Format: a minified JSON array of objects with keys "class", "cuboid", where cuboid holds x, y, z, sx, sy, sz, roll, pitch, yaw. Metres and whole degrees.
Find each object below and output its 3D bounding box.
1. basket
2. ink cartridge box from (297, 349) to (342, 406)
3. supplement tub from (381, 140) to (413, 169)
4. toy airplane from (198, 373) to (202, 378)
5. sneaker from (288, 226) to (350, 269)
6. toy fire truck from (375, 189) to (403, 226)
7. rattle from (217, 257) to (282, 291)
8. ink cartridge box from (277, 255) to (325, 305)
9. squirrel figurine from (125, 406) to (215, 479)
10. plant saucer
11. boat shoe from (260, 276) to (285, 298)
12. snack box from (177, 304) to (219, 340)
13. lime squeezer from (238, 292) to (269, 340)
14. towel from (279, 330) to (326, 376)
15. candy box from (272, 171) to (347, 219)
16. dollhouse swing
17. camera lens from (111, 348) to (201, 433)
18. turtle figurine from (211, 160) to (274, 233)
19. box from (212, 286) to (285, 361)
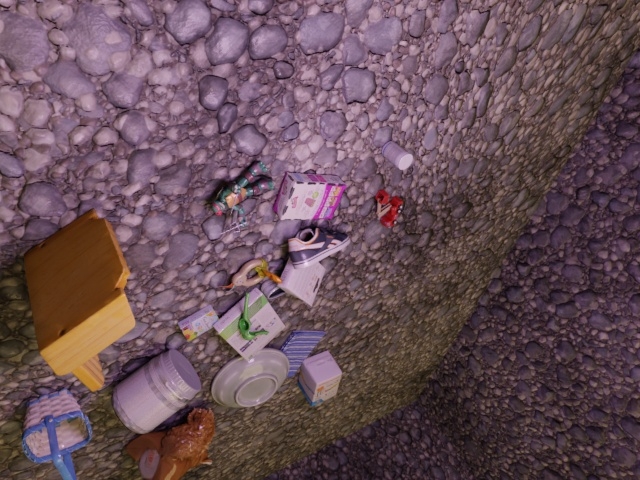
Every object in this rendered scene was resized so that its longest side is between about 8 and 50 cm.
[{"class":"basket","cuboid":[-0.897,0.687,1.511,0.201,0.289,0.254,-19,135,-33]},{"class":"ink cartridge box","cuboid":[-0.006,0.768,2.457,0.171,0.168,0.232,-16,136,-28]},{"class":"supplement tub","cuboid":[0.287,-0.321,1.657,0.071,0.107,0.071,-23,140,-21]},{"class":"toy airplane","cuboid":[-0.590,0.629,1.933,0.151,0.028,0.151,-22,138,-22]},{"class":"sneaker","cuboid":[0.000,0.000,1.717,0.126,0.127,0.321,-13,-171,40]},{"class":"toy fire truck","cuboid":[0.284,-0.134,1.895,0.135,0.047,0.192,-13,136,-30]},{"class":"rattle","cuboid":[-0.265,0.168,1.661,0.200,0.142,0.130,-30,161,-23]},{"class":"ink cartridge box","cuboid":[-0.072,0.147,1.803,0.224,0.056,0.180,49,59,-54]},{"class":"squirrel figurine","cuboid":[-0.633,0.985,2.067,0.397,0.281,0.370,-43,149,8]},{"class":"plant saucer","cuboid":[-0.321,0.694,2.128,0.401,0.100,0.400,-17,130,-20]},{"class":"boat shoe","cuboid":[-0.133,0.187,1.833,0.228,0.081,0.079,-19,138,-25]},{"class":"snack box","cuboid":[-0.471,0.321,1.715,0.141,0.037,0.100,-29,143,-16]},{"class":"lime squeezer","cuboid":[-0.276,0.336,1.762,0.110,0.059,0.310,-38,142,-20]},{"class":"towel","cuboid":[-0.138,0.596,2.278,0.243,0.040,0.336,14,118,-48]},{"class":"candy box","cuboid":[-0.038,-0.156,1.577,0.234,0.071,0.159,-3,130,-39]},{"class":"dollhouse swing","cuboid":[-0.600,0.176,1.201,0.315,0.347,0.305,-36,142,-6]},{"class":"camera lens","cuboid":[-0.630,0.578,1.688,0.274,0.219,0.219,-36,143,-5]},{"class":"turtle figurine","cuboid":[-0.257,-0.138,1.372,0.234,0.118,0.175,-45,160,-20]},{"class":"box","cuboid":[-0.291,0.362,1.868,0.232,0.058,0.322,-42,146,-15]}]
